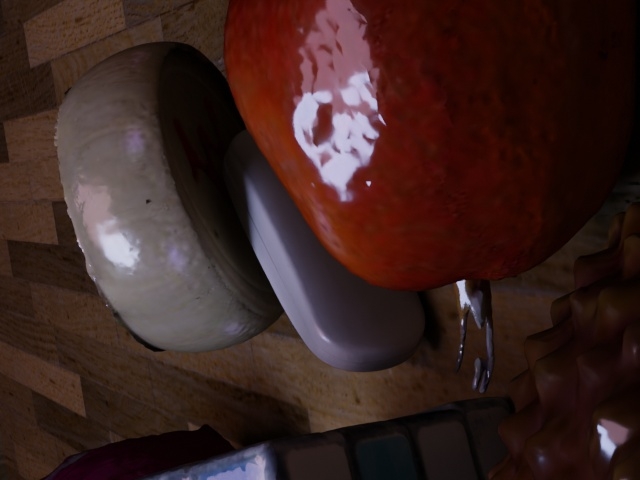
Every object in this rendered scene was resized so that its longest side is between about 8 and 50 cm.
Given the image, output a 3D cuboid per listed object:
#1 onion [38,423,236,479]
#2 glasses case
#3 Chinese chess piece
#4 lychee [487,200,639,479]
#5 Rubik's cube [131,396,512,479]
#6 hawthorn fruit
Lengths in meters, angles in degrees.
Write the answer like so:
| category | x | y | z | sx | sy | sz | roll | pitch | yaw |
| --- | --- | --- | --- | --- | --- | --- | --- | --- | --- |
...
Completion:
| category | x | y | z | sx | sy | sz | roll | pitch | yaw |
| --- | --- | --- | --- | --- | --- | --- | --- | --- | --- |
| onion | -0.200 | 0.380 | 1.315 | 0.398 | 0.420 | 0.398 | 36 | 133 | 50 |
| glasses case | 0.000 | 0.000 | 1.095 | 0.233 | 0.092 | 0.059 | 61 | 149 | 35 |
| Chinese chess piece | -0.111 | -0.033 | 1.183 | 0.249 | 0.103 | 0.249 | 57 | -159 | -36 |
| lychee | 0.187 | 0.098 | 0.430 | 0.330 | 0.306 | 0.306 | 145 | 112 | -70 |
| Rubik's cube | -0.012 | 0.256 | 0.920 | 0.259 | 0.253 | 0.256 | -23 | 75 | 39 |
| hawthorn fruit | 0.069 | -0.060 | 0.776 | 0.211 | 0.211 | 0.299 | 23 | 130 | 64 |
